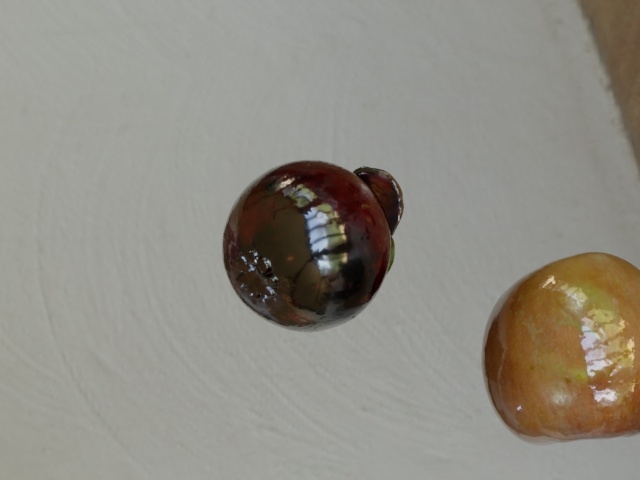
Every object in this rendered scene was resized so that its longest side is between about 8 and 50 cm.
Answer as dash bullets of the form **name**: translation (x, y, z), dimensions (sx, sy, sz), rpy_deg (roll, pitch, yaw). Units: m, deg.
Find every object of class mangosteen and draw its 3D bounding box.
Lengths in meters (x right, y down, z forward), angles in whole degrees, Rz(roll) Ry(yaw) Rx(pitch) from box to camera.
- **mangosteen**: translation (0.000, 0.000, 1.108), dimensions (0.200, 0.200, 0.199), rpy_deg (36, 133, 51)

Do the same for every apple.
- **apple**: translation (0.313, 0.133, 1.360), dimensions (0.253, 0.254, 0.253), rpy_deg (36, 133, 51)
